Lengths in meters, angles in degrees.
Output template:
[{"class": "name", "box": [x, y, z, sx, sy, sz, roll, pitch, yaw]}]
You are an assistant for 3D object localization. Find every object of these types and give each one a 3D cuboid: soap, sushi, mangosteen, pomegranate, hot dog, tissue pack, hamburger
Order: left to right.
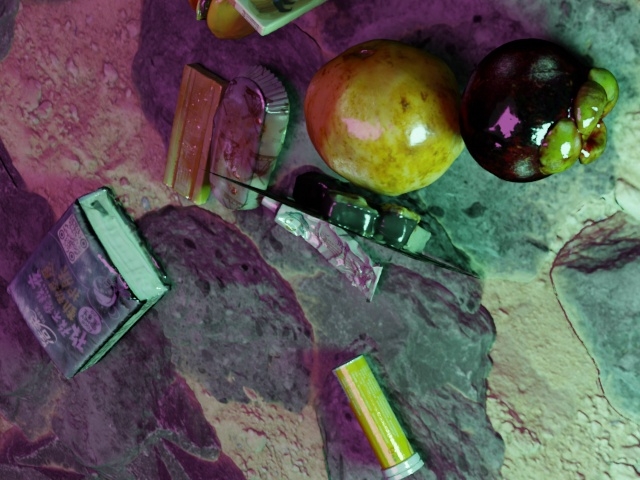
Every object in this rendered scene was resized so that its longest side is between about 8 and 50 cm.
[{"class": "tissue pack", "box": [-0.481, 0.094, 2.278, 0.259, 0.122, 0.361, 55, 133, 10]}, {"class": "soap", "box": [-0.223, -0.187, 2.014, 0.092, 0.037, 0.252, 33, 125, 26]}, {"class": "hamburger", "box": [-0.134, -0.398, 1.786, 0.115, 0.162, 0.162, 47, 130, 21]}, {"class": "hot dog", "box": [-0.128, -0.175, 1.920, 0.144, 0.075, 0.267, 39, 131, 26]}, {"class": "sushi", "box": [0.051, -0.049, 1.676, 0.359, 0.343, 0.064, 23, 93, 25]}, {"class": "pomegranate", "box": [0.096, -0.179, 1.646, 0.248, 0.248, 0.248, 15, 116, 34]}, {"class": "mangosteen", "box": [0.287, -0.171, 1.516, 0.210, 0.210, 0.209, 15, 116, 34]}]

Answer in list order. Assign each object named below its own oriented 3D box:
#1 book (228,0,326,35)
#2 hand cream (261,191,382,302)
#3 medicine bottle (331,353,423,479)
[{"class": "book", "box": [-0.098, -0.445, 1.710, 0.264, 0.202, 0.027, 48, 152, 14]}, {"class": "hand cream", "box": [0.002, -0.001, 1.903, 0.257, 0.050, 0.084, 37, 130, 18]}, {"class": "medicine bottle", "box": [0.095, 0.306, 1.933, 0.074, 0.074, 0.218, -30, 87, 41]}]
